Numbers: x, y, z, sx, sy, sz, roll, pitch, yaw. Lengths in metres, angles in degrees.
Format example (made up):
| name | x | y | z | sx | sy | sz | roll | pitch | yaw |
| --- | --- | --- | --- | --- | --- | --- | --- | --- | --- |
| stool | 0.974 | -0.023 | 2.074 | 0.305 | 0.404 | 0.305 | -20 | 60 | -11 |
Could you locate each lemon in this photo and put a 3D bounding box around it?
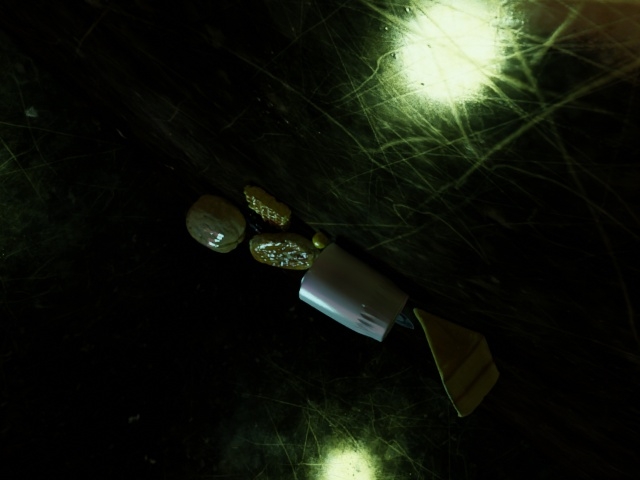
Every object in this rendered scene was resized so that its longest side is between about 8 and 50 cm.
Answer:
| name | x | y | z | sx | sy | sz | roll | pitch | yaw |
| --- | --- | --- | --- | --- | --- | --- | --- | --- | --- |
| lemon | 0.000 | 0.000 | 1.632 | 0.062 | 0.062 | 0.083 | 32 | 167 | 19 |

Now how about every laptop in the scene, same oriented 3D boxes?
| name | x | y | z | sx | sy | sz | roll | pitch | yaw |
| --- | --- | --- | --- | --- | --- | --- | --- | --- | --- |
| laptop | -0.085 | -0.035 | 1.830 | 0.207 | 0.026 | 0.154 | 26 | 162 | 36 |

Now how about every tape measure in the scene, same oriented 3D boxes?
| name | x | y | z | sx | sy | sz | roll | pitch | yaw |
| --- | --- | --- | --- | --- | --- | --- | --- | --- | --- |
| tape measure | -0.235 | -0.060 | 1.921 | 0.199 | 0.112 | 0.186 | 42 | -179 | -41 |

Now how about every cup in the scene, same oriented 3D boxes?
| name | x | y | z | sx | sy | sz | roll | pitch | yaw |
| --- | --- | --- | --- | --- | --- | --- | --- | --- | --- |
| cup | 0.123 | 0.194 | 1.591 | 0.372 | 0.253 | 0.253 | 29 | 166 | 17 |

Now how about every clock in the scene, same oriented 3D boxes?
| name | x | y | z | sx | sy | sz | roll | pitch | yaw |
| --- | --- | --- | --- | --- | --- | --- | --- | --- | --- |
| clock | 0.288 | 0.271 | 1.842 | 0.313 | 0.061 | 0.312 | 35 | 168 | 9 |

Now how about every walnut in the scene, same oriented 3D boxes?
| name | x | y | z | sx | sy | sz | roll | pitch | yaw |
| --- | --- | --- | --- | --- | --- | --- | --- | --- | --- |
| walnut | -0.584 | -0.101 | 2.354 | 0.344 | 0.306 | 0.306 | 32 | 167 | 5 |

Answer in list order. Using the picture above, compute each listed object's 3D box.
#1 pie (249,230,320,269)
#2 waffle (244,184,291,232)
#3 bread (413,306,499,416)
| name | x | y | z | sx | sy | sz | roll | pitch | yaw |
| --- | --- | --- | --- | --- | --- | --- | --- | --- | --- |
| pie | -0.149 | 0.047 | 1.809 | 0.315 | 0.092 | 0.315 | 7 | 156 | 3 |
| waffle | -0.218 | -0.128 | 1.733 | 0.229 | 0.057 | 0.219 | 35 | 162 | 12 |
| bread | 0.445 | 0.429 | 1.585 | 0.362 | 0.245 | 0.233 | 23 | 148 | 57 |
